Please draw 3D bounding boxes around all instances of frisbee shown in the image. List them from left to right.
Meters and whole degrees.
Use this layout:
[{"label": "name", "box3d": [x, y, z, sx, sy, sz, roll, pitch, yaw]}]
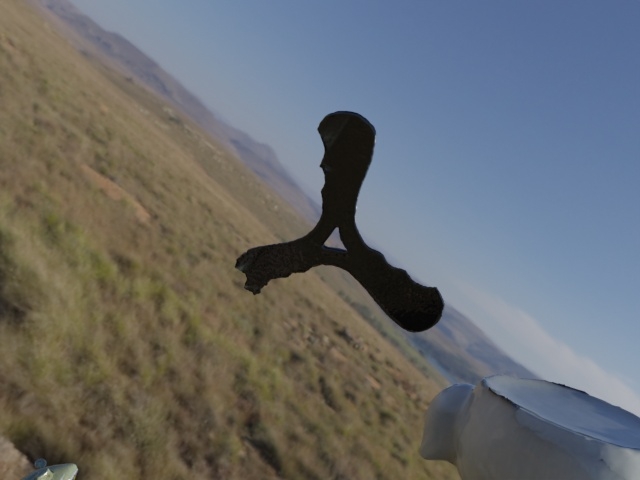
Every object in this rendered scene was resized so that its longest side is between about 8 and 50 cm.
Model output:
[{"label": "frisbee", "box3d": [0.000, 0.000, 0.634, 0.012, 0.187, 0.211, -30, 102, -67]}]

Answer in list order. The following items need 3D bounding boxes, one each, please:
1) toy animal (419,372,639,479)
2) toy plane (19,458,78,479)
[{"label": "toy animal", "box3d": [0.118, 0.179, 0.418, 0.178, 0.193, 0.127, 27, 10, 24]}, {"label": "toy plane", "box3d": [-0.377, 0.363, 0.788, 0.108, 0.092, 0.286, 31, 35, 12]}]
